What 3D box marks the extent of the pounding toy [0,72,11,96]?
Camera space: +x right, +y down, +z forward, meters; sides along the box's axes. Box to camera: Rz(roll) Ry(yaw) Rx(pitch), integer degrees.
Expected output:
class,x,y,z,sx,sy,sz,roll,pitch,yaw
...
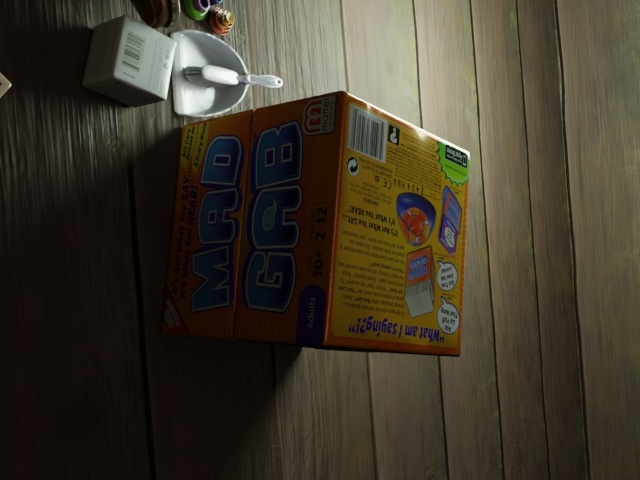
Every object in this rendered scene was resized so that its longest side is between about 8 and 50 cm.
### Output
class,x,y,z,sx,sy,sz,roll,pitch,yaw
pounding toy,-0.464,-0.176,0.918,0.130,0.100,0.141,50,52,-34

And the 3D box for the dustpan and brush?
class,x,y,z,sx,sy,sz,roll,pitch,yaw
dustpan and brush,-0.158,-0.285,1.309,0.211,0.060,0.147,-3,90,-49

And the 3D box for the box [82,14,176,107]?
class,x,y,z,sx,sy,sz,roll,pitch,yaw
box,-0.290,-0.269,1.136,0.102,0.087,0.101,20,73,-47

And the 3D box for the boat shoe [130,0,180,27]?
class,x,y,z,sx,sy,sz,roll,pitch,yaw
boat shoe,-0.314,-0.448,1.103,0.104,0.111,0.307,-27,91,-31

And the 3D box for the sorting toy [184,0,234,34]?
class,x,y,z,sx,sy,sz,roll,pitch,yaw
sorting toy,-0.185,-0.403,1.300,0.102,0.042,0.061,28,67,-44

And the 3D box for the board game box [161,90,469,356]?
class,x,y,z,sx,sy,sz,roll,pitch,yaw
board game box,0.000,0.000,1.247,0.356,0.356,0.356,14,77,-48
